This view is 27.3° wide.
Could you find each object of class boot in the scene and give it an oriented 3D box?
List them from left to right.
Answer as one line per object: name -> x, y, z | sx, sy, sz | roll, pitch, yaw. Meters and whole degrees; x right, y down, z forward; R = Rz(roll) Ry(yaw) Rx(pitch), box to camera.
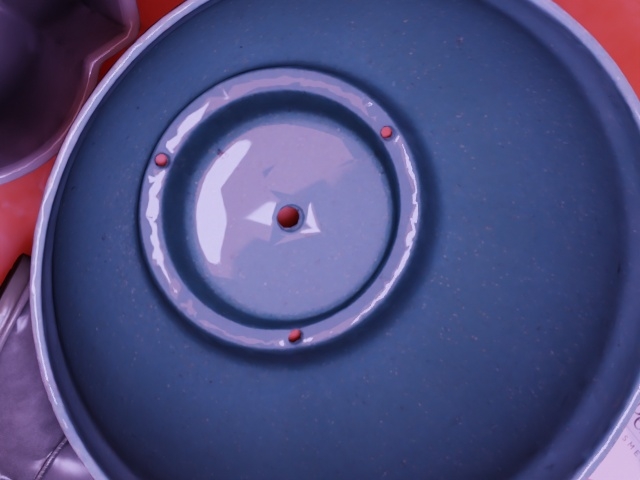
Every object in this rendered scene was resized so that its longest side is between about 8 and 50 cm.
boot -> -0.102, 0.118, 0.737 | 0.209, 0.076, 0.189 | 18, 112, -8

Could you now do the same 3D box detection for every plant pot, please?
plant pot -> 0.000, 0.000, 0.667 | 0.293, 0.196, 0.293 | -3, 102, -13

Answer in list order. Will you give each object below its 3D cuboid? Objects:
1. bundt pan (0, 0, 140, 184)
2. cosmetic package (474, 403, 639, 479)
bundt pan -> -0.247, -0.163, 0.602 | 0.331, 0.124, 0.330 | -7, 110, -18
cosmetic package -> 0.168, 0.287, 0.721 | 0.284, 0.097, 0.377 | -39, 94, -6
